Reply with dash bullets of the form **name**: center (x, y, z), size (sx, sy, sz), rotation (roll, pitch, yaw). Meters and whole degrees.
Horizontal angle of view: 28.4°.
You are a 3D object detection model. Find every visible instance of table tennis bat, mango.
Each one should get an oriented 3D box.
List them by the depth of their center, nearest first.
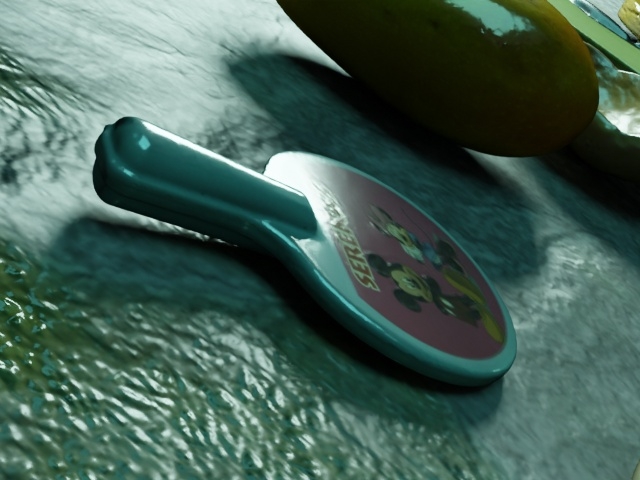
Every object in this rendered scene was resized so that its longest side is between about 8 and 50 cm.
- **table tennis bat**: center (0.000, 0.000, 0.604), size (0.244, 0.040, 0.153), rotation (22, 29, -34)
- **mango**: center (0.073, -0.137, 0.829), size (0.253, 0.113, 0.138), rotation (28, 26, -9)

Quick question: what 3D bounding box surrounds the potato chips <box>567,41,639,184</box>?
- **potato chips**: center (0.221, -0.098, 0.997), size (0.195, 0.062, 0.208), rotation (16, 32, -36)

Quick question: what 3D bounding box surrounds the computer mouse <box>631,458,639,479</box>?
- **computer mouse**: center (0.242, 0.164, 0.553), size (0.236, 0.082, 0.145), rotation (39, 25, 11)

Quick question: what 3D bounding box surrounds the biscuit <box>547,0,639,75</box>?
- **biscuit**: center (0.240, -0.226, 1.270), size (0.322, 0.038, 0.099), rotation (38, 29, 6)

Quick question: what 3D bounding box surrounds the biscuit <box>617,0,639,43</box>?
- **biscuit**: center (0.469, -0.183, 1.459), size (0.301, 0.049, 0.197), rotation (35, 21, 0)
